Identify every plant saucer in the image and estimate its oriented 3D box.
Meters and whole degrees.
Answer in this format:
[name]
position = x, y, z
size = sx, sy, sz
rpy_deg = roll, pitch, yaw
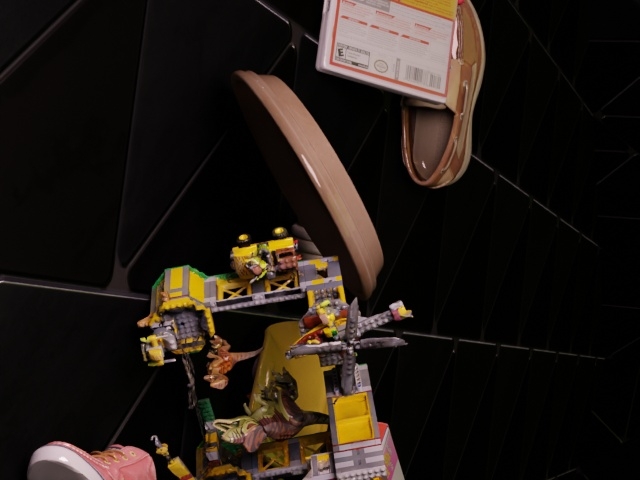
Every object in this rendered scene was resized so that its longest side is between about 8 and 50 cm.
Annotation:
[plant saucer]
position = -0.010, -0.063, 1.220
size = 0.278, 0.041, 0.278
rpy_deg = 58, -6, 10

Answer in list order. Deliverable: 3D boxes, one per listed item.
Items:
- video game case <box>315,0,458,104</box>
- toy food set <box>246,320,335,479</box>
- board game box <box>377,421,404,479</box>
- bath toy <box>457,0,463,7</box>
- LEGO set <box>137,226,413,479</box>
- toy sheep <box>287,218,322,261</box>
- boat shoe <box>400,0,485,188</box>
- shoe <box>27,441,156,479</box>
[video game case]
position = 0.100, -0.342, 1.541
size = 0.204, 0.025, 0.285
rpy_deg = 11, 83, -32
[toy food set]
position = -0.056, 0.204, 1.379
size = 0.128, 0.071, 0.218
rpy_deg = 32, 60, -39
[board game box]
position = 0.047, 0.457, 1.665
size = 0.242, 0.064, 0.316
rpy_deg = 73, 31, -42
[bath toy]
position = 0.159, -0.472, 1.670
size = 0.151, 0.129, 0.348
rpy_deg = 4, 90, -34
[LEGO set]
position = -0.043, 0.176, 1.128
size = 0.192, 0.255, 0.331
rpy_deg = -99, -173, -59
[toy sheep]
position = 0.000, 0.000, 1.436
size = 0.091, 0.091, 0.132
rpy_deg = -21, 118, -65
[boat shoe]
position = 0.183, -0.235, 1.788
size = 0.116, 0.123, 0.324
rpy_deg = -30, 120, -61
[shoe]
position = -0.200, 0.211, 1.033
size = 0.178, 0.063, 0.081
rpy_deg = 64, 24, -44
